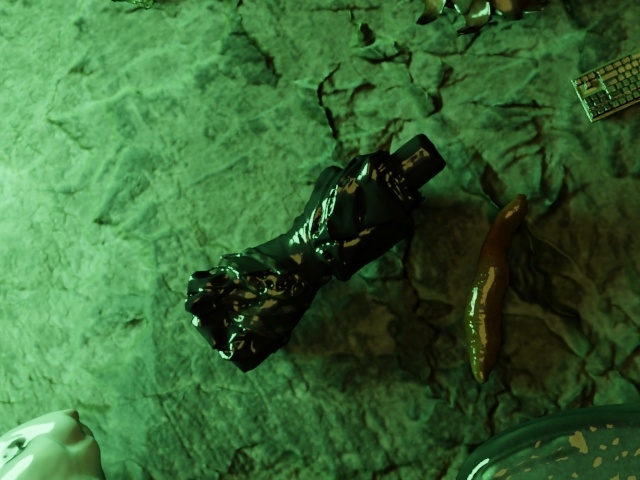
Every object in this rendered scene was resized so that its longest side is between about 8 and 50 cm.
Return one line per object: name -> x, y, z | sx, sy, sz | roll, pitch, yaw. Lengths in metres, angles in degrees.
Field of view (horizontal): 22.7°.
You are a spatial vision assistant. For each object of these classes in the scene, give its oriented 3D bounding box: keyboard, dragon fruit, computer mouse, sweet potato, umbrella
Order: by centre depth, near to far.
computer mouse -> 0.294, 0.235, 1.342 | 0.374, 0.114, 0.203 | -3, 80, 19
sweet potato -> 0.156, 0.041, 1.449 | 0.044, 0.044, 0.179 | 8, 80, 14
umbrella -> 0.000, 0.001, 1.453 | 0.272, 0.122, 0.110 | -41, 51, 10
keyboard -> 0.300, -0.155, 1.472 | 0.129, 0.015, 0.049 | -24, 74, 7
dragon fruit -> 0.144, -0.267, 1.480 | 0.130, 0.121, 0.142 | -1, 105, 44

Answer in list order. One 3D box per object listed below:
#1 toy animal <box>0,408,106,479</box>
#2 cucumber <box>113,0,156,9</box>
toy animal -> -0.200, 0.324, 1.410 | 0.357, 0.194, 0.258 | 41, 113, 32
cucumber -> -0.212, -0.312, 1.601 | 0.053, 0.053, 0.181 | -23, 72, 7
